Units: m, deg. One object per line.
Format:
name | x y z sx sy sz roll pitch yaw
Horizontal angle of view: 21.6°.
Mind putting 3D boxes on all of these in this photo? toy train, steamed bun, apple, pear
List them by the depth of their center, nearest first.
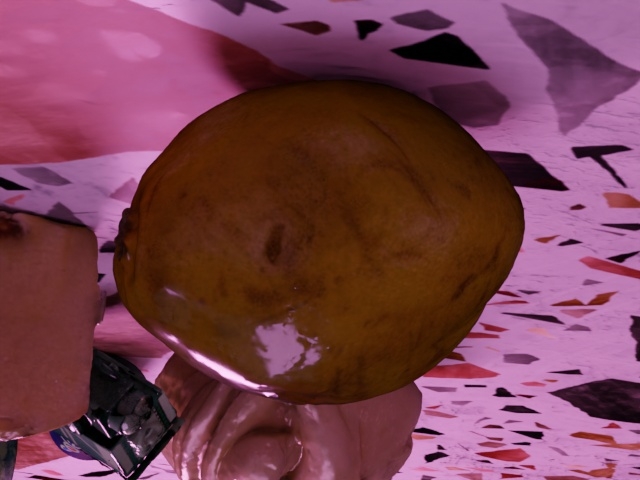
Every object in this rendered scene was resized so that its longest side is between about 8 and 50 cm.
pear | 0.000 0.000 1.281 0.321 0.269 0.269 0 167 -30
apple | -0.388 0.058 1.663 0.309 0.314 0.252 7 119 -26
toy train | -0.294 0.164 1.931 0.269 0.115 0.154 26 155 30
steamed bun | -0.046 0.244 2.062 0.325 0.230 0.372 14 158 -35

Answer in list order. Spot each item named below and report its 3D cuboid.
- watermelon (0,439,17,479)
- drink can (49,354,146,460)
watermelon | -0.507 0.201 1.982 0.292 0.319 0.222 14 152 -42
drink can | -0.299 0.228 2.244 0.118 0.118 0.205 10 160 -14
